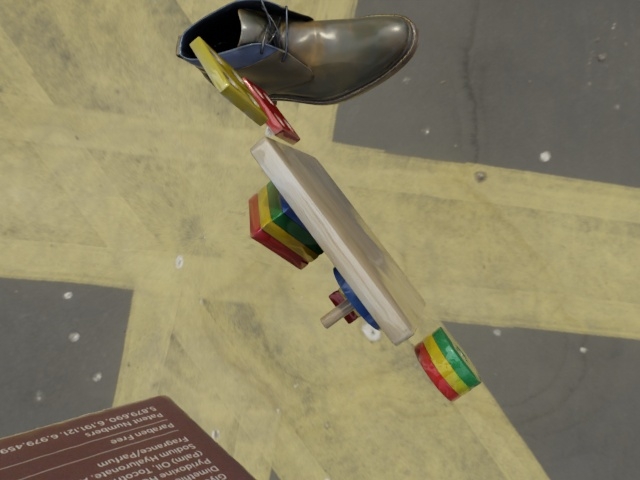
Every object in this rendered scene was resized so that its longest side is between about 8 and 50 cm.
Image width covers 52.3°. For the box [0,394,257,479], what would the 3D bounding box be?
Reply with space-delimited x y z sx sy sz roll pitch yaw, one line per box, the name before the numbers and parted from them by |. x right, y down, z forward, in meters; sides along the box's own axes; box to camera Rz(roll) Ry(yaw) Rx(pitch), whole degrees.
box | -0.090 0.197 0.258 0.167 0.203 0.169 -4 113 -45

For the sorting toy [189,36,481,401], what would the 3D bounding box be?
sorting toy | 0.000 0.000 0.410 0.046 0.132 0.275 -38 85 11

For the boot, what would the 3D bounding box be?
boot | -0.026 -0.175 0.601 0.219 0.106 0.082 -7 80 29
